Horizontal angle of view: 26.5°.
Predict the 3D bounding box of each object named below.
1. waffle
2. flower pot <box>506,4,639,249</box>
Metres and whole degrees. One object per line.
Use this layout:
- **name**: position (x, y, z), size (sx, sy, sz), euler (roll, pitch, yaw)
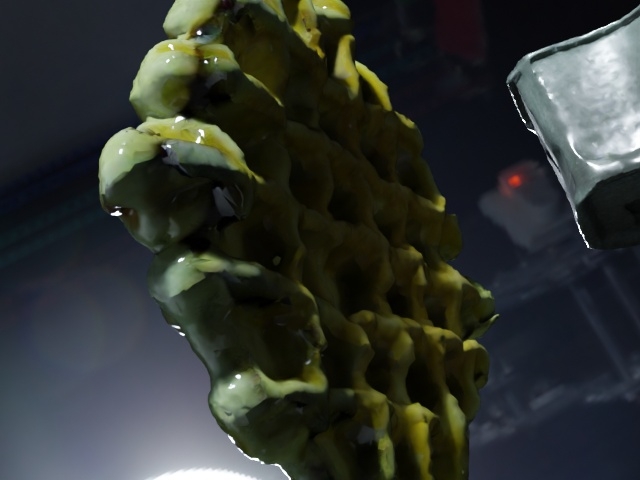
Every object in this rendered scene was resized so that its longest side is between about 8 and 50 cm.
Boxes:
- **waffle**: position (-0.003, 0.000, 0.494), size (0.204, 0.054, 0.223), euler (62, 25, -21)
- **flower pot**: position (0.230, -0.093, 0.788), size (0.103, 0.229, 0.108), euler (36, 30, -49)
